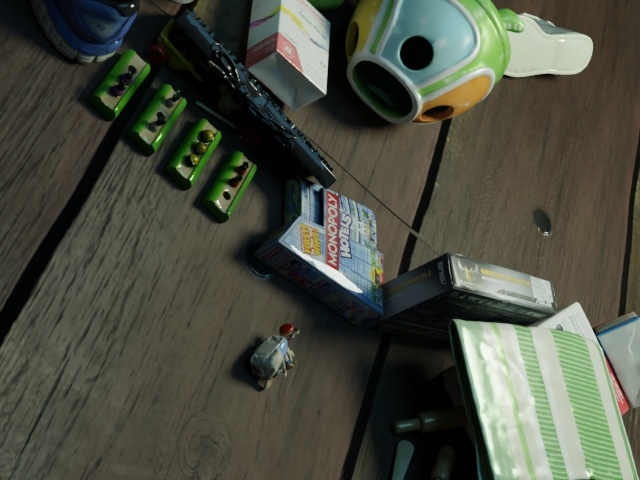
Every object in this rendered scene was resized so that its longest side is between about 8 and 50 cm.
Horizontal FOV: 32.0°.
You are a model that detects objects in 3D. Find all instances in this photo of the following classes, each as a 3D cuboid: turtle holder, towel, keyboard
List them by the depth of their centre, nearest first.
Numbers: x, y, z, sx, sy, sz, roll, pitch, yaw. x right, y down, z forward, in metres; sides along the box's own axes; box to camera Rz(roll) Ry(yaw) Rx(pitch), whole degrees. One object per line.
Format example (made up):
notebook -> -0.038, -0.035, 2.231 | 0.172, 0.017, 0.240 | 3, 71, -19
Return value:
keyboard -> -0.086, -0.198, 1.554 | 0.317, 0.033, 0.201 | 47, 8, -14
towel -> 0.324, 0.242, 1.611 | 0.325, 0.038, 0.248 | 7, 63, -38
turtle holder -> 0.143, -0.332, 1.774 | 0.227, 0.243, 0.320 | -48, 115, -27

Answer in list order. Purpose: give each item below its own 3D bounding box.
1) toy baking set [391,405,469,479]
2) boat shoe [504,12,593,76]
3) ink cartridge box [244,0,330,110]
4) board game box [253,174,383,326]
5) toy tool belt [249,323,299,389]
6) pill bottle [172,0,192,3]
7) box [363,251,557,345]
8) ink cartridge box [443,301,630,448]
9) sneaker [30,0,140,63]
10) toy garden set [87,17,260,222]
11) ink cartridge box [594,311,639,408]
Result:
toy baking set -> 0.183, 0.319, 1.545 | 0.256, 0.030, 0.197 | -2, 52, -18
boat shoe -> 0.392, -0.385, 2.174 | 0.319, 0.116, 0.099 | 0, 25, -37
ink cartridge box -> -0.046, -0.309, 1.685 | 0.115, 0.067, 0.198 | 38, 40, -37
board game box -> 0.000, 0.000, 1.582 | 0.194, 0.060, 0.194 | 24, 53, -34
toy tool belt -> -0.057, 0.152, 1.458 | 0.083, 0.052, 0.051 | -47, 134, -44
pill bottle -> -0.133, -0.434, 1.542 | 0.146, 0.264, 0.146 | 23, 52, -34
box -> 0.204, 0.094, 1.635 | 0.231, 0.183, 0.056 | 15, 59, -38
ink cartridge box -> 0.340, 0.237, 1.737 | 0.273, 0.114, 0.197 | -22, 85, -47
sneaker -> -0.339, -0.393, 1.408 | 0.330, 0.147, 0.130 | 52, 42, -8
toy garden set -> -0.170, -0.178, 1.523 | 0.244, 0.049, 0.204 | 43, 45, -18
ink cartridge box -> 0.531, 0.197, 1.897 | 0.134, 0.078, 0.231 | 65, 11, 5
